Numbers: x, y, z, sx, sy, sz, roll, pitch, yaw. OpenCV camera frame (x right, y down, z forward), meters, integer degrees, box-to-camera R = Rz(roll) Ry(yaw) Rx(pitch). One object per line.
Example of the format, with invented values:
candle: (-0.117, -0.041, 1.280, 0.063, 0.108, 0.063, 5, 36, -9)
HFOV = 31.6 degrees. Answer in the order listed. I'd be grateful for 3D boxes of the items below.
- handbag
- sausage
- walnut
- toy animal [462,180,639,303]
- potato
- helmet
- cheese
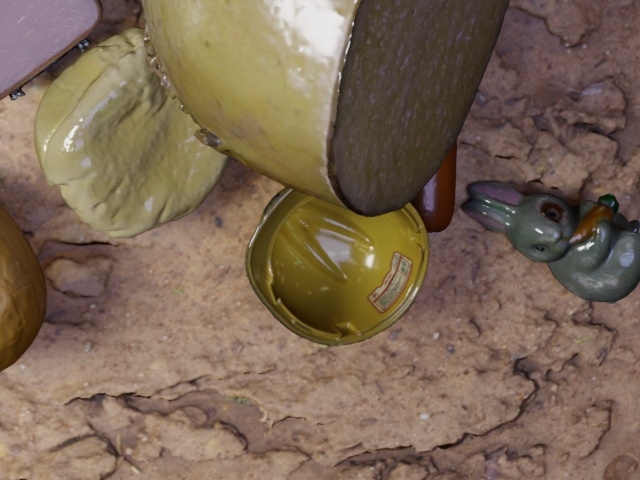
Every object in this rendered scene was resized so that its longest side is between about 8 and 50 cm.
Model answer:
handbag: (-0.334, -0.242, 1.219, 0.193, 0.072, 0.151, -40, 114, -2)
sausage: (0.131, -0.104, 1.398, 0.076, 0.076, 0.198, -3, 108, -15)
walnut: (-0.406, 0.045, 1.240, 0.193, 0.193, 0.226, -31, 104, -4)
toy animal: (0.305, -0.005, 1.463, 0.251, 0.125, 0.127, 16, 75, -14)
potato: (-0.002, -0.279, 1.135, 0.319, 0.385, 0.442, 25, 108, 20)
helmet: (0.000, 0.000, 1.357, 0.257, 0.140, 0.205, 34, 95, -35)
cheese: (-0.200, -0.116, 1.271, 0.226, 0.117, 0.214, -43, 128, -5)
